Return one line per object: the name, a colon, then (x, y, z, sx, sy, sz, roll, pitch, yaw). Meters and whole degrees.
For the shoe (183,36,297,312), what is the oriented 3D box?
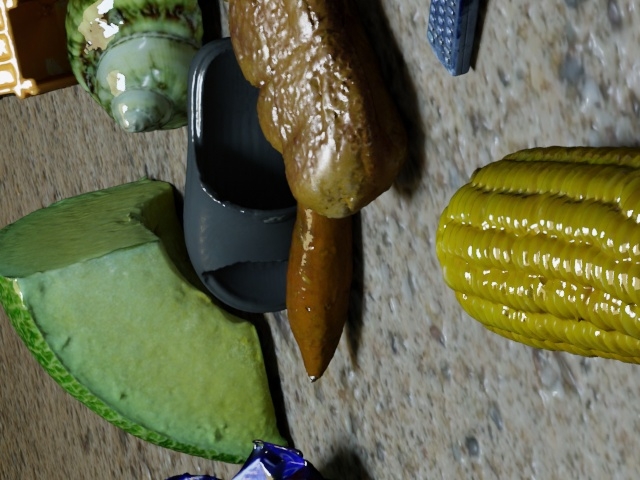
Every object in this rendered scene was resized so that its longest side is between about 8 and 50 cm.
shoe: (-0.057, -0.047, 1.590, 0.093, 0.108, 0.241, -141, 45, -68)

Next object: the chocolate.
chocolate: (-0.058, 0.253, 1.769, 0.148, 0.126, 0.343, 53, 144, -6)

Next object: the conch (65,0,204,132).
conch: (-0.162, -0.188, 1.753, 0.181, 0.124, 0.187, 61, 148, 28)

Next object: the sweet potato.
sweet potato: (0.002, 0.000, 1.548, 0.057, 0.057, 0.264, -132, 40, -53)

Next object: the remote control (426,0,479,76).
remote control: (0.090, -0.173, 1.228, 0.043, 0.027, 0.152, 54, 153, 33)

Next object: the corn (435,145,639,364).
corn: (0.169, 0.010, 1.010, 0.363, 0.120, 0.120, -167, 65, -68)

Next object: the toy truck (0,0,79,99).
toy truck: (-0.269, -0.201, 1.875, 0.270, 0.135, 0.114, -33, -66, -68)

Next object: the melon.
melon: (-0.182, 0.056, 1.922, 0.226, 0.331, 0.343, -64, 17, 1)

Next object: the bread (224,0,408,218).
bread: (-0.021, -0.180, 1.441, 0.124, 0.084, 0.344, -37, 66, 45)
